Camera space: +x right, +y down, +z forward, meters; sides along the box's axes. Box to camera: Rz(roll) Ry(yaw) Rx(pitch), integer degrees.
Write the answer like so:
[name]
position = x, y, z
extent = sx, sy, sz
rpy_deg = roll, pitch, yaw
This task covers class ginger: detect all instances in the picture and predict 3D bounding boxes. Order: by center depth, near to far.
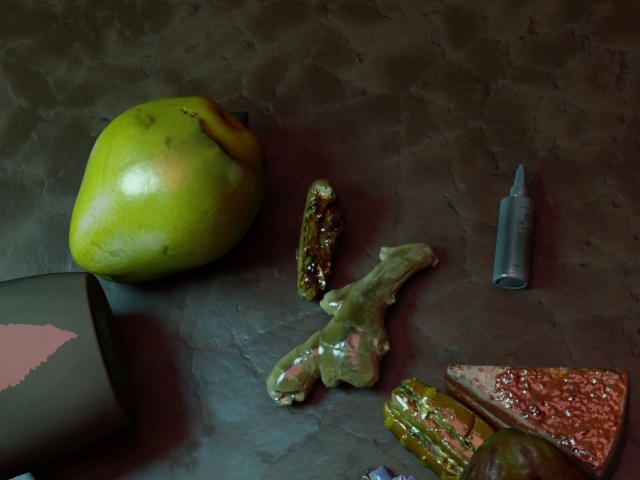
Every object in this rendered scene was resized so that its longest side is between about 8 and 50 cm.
[ginger]
position = 0.057, 0.126, 1.785
extent = 0.148, 0.081, 0.334
rpy_deg = 26, 73, 36

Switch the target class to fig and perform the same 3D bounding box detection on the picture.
[fig]
position = 0.260, 0.377, 1.498
extent = 0.224, 0.224, 0.263
rpy_deg = -12, 92, 6

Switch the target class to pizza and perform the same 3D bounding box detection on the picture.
[pizza]
position = 0.001, 0.000, 1.837
extent = 0.069, 0.154, 0.194
rpy_deg = 5, 89, -6

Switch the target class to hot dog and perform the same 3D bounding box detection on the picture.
[hot dog]
position = 0.201, 0.295, 1.667
extent = 0.269, 0.072, 0.115
rpy_deg = 35, 106, 23

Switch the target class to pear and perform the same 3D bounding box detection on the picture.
[pear]
position = -0.233, -0.060, 1.819
extent = 0.285, 0.285, 0.336
rpy_deg = 33, 116, 22

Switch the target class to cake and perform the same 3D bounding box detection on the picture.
[cake]
position = 0.317, 0.215, 1.647
extent = 0.262, 0.158, 0.159
rpy_deg = 34, 73, 23

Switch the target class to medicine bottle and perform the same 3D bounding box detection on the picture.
[medicine bottle]
position = 0.301, -0.026, 1.807
extent = 0.057, 0.057, 0.199
rpy_deg = 4, 67, 13

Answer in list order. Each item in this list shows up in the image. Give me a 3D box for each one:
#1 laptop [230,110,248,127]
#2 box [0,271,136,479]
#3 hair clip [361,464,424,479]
[laptop]
position = -0.221, -0.156, 1.991
extent = 0.197, 0.016, 0.135
rpy_deg = -4, 65, 10
[box]
position = -0.407, 0.190, 1.741
extent = 0.216, 0.301, 0.301
rpy_deg = -14, 65, -2
[hair clip]
position = 0.153, 0.421, 1.644
extent = 0.106, 0.084, 0.292
rpy_deg = -27, 59, -21
